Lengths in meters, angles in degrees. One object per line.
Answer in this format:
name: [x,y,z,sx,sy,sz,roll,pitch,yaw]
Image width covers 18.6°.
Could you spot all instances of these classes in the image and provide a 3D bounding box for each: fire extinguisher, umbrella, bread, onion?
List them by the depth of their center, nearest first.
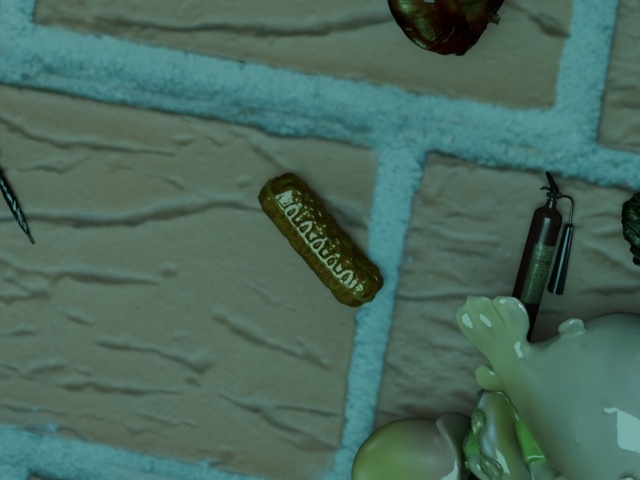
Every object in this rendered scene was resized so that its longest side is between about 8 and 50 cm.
onion: [0.115,-0.237,1.820,0.118,0.118,0.117,34,83,4]
fire extinguisher: [0.216,0.023,1.888,0.049,0.035,0.173,16,106,12]
bread: [0.000,0.000,1.924,0.052,0.044,0.157,-40,91,11]
umbrella: [-0.327,-0.063,1.997,0.022,0.022,0.149,-24,96,58]

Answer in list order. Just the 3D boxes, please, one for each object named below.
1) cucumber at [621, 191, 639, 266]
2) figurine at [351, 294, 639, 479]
cucumber: [0.383,0.032,1.733,0.096,0.359,0.096,-10,110,-28]
figurine: [0.177,0.174,1.853,0.394,0.226,0.274,-22,109,29]
